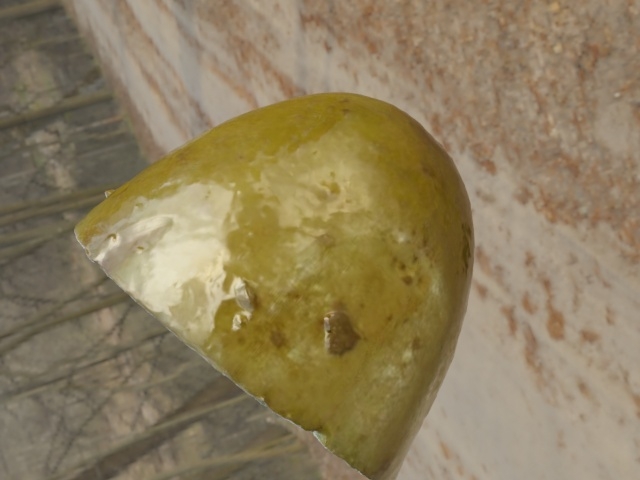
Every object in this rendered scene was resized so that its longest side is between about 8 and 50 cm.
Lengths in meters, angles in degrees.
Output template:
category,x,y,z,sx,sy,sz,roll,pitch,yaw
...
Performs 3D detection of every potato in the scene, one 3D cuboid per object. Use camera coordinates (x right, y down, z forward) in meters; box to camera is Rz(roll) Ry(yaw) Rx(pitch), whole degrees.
category,x,y,z,sx,sy,sz,roll,pitch,yaw
potato,0.000,0.000,0.550,0.203,0.158,0.178,36,180,14
